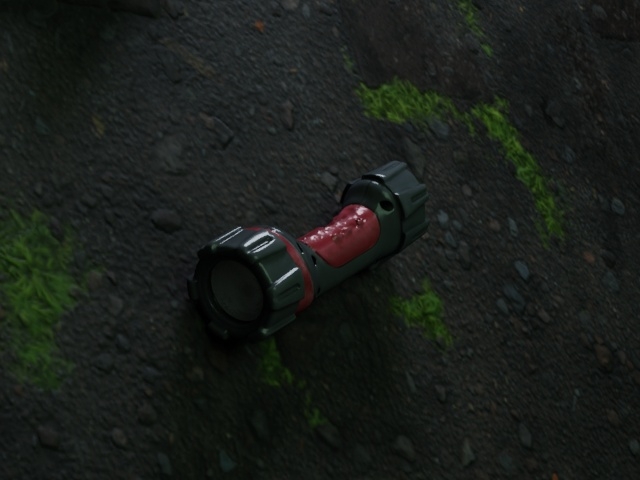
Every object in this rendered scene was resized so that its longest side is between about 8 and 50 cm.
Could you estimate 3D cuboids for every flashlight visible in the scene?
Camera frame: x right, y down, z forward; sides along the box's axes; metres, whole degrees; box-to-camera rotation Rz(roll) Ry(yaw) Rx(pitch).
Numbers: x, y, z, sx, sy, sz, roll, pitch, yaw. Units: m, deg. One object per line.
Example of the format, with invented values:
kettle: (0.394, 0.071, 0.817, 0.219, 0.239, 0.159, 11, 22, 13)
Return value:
flashlight: (0.000, 0.000, 1.758, 0.103, 0.103, 0.304, 55, 39, 2)
